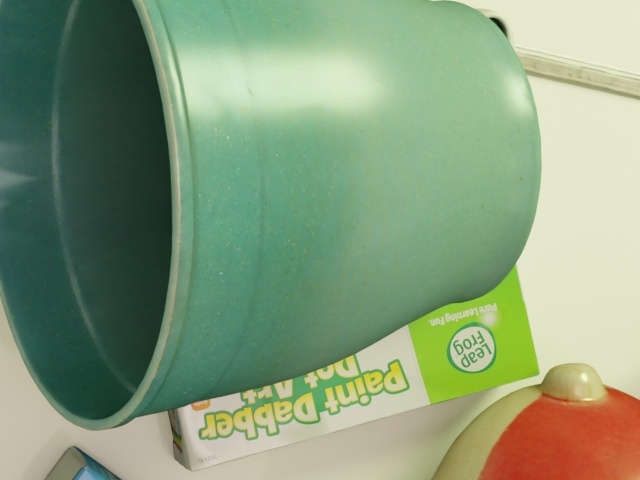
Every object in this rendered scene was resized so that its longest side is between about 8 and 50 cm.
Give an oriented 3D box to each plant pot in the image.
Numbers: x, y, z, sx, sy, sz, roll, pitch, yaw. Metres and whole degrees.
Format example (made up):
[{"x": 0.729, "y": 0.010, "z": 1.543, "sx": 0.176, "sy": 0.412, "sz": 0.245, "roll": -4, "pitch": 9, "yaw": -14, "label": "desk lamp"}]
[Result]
[{"x": -0.025, "y": -0.044, "z": 0.989, "sx": 0.255, "sy": 0.272, "sz": 0.271, "roll": -5, "pitch": 94, "yaw": -29, "label": "plant pot"}]

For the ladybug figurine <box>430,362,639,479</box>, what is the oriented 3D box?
[{"x": 0.197, "y": 0.304, "z": 1.139, "sx": 0.305, "sy": 0.162, "sz": 0.449, "roll": -11, "pitch": 94, "yaw": -31, "label": "ladybug figurine"}]

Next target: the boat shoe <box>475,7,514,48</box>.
[{"x": 0.092, "y": -0.057, "z": 1.113, "sx": 0.066, "sy": 0.063, "sz": 0.184, "roll": 14, "pitch": 88, "yaw": -17, "label": "boat shoe"}]

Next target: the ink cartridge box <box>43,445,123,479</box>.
[{"x": -0.121, "y": 0.244, "z": 1.112, "sx": 0.191, "sy": 0.082, "sz": 0.139, "roll": 38, "pitch": 82, "yaw": -13, "label": "ink cartridge box"}]

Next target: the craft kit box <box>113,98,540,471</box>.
[{"x": 0.000, "y": 0.000, "z": 1.151, "sx": 0.250, "sy": 0.061, "sz": 0.246, "roll": -15, "pitch": 99, "yaw": -15, "label": "craft kit box"}]
